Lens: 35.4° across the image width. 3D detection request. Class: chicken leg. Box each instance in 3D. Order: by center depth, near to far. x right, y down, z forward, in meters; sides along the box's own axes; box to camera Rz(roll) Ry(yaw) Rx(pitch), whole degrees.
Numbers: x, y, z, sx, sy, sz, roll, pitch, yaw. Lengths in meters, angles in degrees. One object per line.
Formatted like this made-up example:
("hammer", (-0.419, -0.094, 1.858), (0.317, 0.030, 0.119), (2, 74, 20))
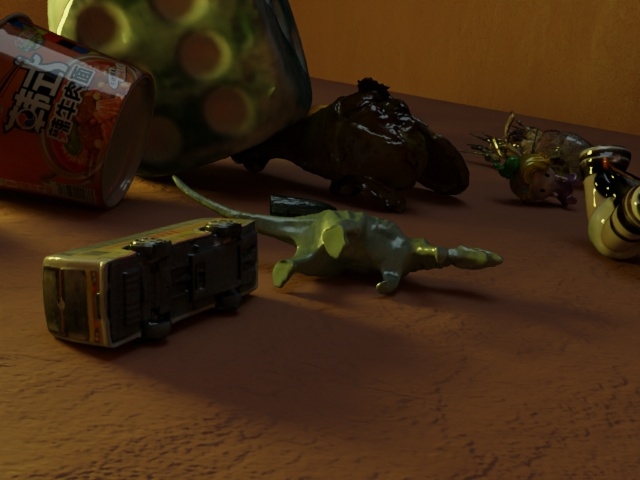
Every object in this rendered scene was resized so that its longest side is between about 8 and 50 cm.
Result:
("chicken leg", (0.023, -0.182, 1.676), (0.361, 0.211, 0.140), (21, -22, 35))

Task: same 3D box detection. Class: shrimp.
("shrimp", (0.440, -0.196, 2.151), (0.343, 0.116, 0.145), (15, -8, 41))

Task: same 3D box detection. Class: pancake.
("pancake", (0.180, -0.149, 1.748), (0.199, 0.021, 0.199), (36, -18, 14))

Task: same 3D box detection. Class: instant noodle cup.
("instant noodle cup", (-0.348, -0.158, 1.354), (0.192, 0.250, 0.250), (18, 14, 3))

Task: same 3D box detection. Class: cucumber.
("cucumber", (-0.022, -0.034, 1.376), (0.105, 0.048, 0.048), (6, 13, -14))

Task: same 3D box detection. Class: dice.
("dice", (-0.215, -0.307, 1.601), (0.331, 0.327, 0.348), (-17, 19, 11))

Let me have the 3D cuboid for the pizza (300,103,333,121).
("pizza", (0.037, -0.246, 2.157), (0.134, 0.056, 0.271), (28, -21, -34))

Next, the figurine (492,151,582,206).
("figurine", (0.380, -0.114, 1.824), (0.156, 0.094, 0.115), (11, 1, -20))

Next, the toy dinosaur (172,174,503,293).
("toy dinosaur", (0.000, 0.000, 1.147), (0.393, 0.092, 0.205), (11, 14, 21))

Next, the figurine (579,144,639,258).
("figurine", (0.555, -0.053, 1.449), (0.323, 0.196, 0.320), (1, 24, -2))

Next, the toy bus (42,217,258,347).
("toy bus", (-0.150, 0.031, 0.952), (0.106, 0.092, 0.268), (4, 11, 26))
